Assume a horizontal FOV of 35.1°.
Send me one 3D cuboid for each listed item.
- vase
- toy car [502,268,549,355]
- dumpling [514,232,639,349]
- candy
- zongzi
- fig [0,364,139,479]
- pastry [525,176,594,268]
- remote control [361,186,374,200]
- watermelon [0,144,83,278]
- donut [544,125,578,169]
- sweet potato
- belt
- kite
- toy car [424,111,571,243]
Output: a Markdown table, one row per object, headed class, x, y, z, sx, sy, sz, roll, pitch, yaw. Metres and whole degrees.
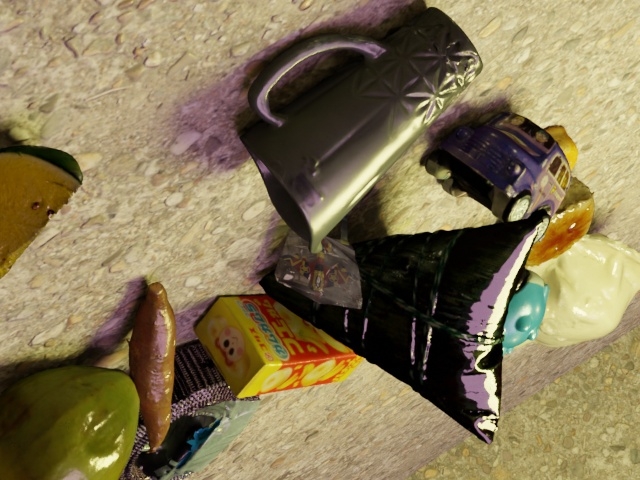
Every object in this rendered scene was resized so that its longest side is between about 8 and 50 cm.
| class | x | y | z | sx | sy | sz | roll | pitch | yaw |
| --- | --- | --- | --- | --- | --- | --- | --- | --- | --- |
| vase | 0.045 | -0.152 | 1.201 | 0.301 | 0.156 | 0.251 | -40 | 130 | -1 |
| toy car | 0.300 | 0.131 | 1.895 | 0.255 | 0.190 | 0.188 | -2 | 165 | 19 |
| dumpling | 0.513 | 0.095 | 2.204 | 0.395 | 0.233 | 0.315 | -32 | 127 | 29 |
| candy | -0.058 | 0.162 | 1.620 | 0.276 | 0.146 | 0.088 | 3 | 135 | -51 |
| zongzi | 0.171 | 0.059 | 1.524 | 0.319 | 0.383 | 0.362 | -16 | 135 | -50 |
| fig | -0.355 | 0.265 | 1.379 | 0.230 | 0.207 | 0.207 | -54 | 157 | -7 |
| pastry | 0.428 | -0.035 | 1.921 | 0.182 | 0.093 | 0.192 | -26 | 150 | -16 |
| remote control | 0.057 | -0.114 | 1.381 | 0.072 | 0.042 | 0.222 | -22 | 154 | -24 |
| watermelon | -0.315 | -0.043 | 1.001 | 0.075 | 0.092 | 0.181 | 16 | 135 | -43 |
| donut | 0.378 | -0.127 | 1.742 | 0.152 | 0.058 | 0.152 | -28 | 153 | -16 |
| sweet potato | -0.245 | 0.181 | 1.454 | 0.066 | 0.072 | 0.314 | -69 | 170 | -59 |
| belt | -0.246 | 0.298 | 1.664 | 0.325 | 0.122 | 0.260 | -45 | 147 | 16 |
| kite | 0.001 | -0.001 | 1.418 | 0.015 | 0.141 | 0.245 | -61 | 161 | -45 |
| toy car | 0.285 | -0.110 | 1.550 | 0.158 | 0.172 | 0.235 | -53 | 151 | 2 |
